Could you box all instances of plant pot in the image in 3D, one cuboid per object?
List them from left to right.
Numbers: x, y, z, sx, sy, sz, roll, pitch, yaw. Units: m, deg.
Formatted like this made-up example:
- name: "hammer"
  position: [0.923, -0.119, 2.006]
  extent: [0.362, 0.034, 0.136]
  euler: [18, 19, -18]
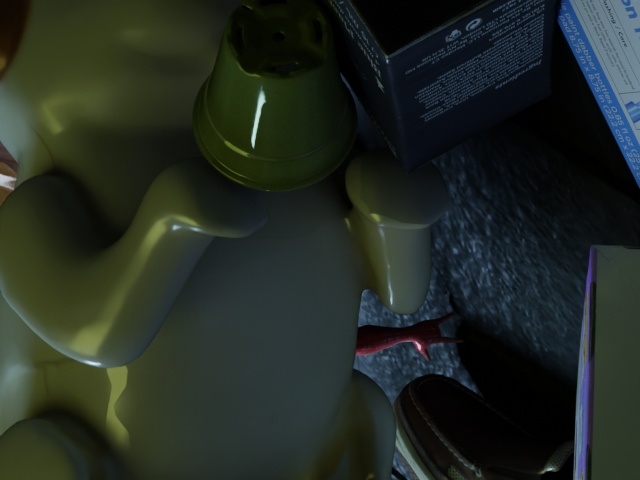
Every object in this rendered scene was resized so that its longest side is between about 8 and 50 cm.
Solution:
- name: "plant pot"
  position: [-0.021, -0.079, 0.859]
  extent: [0.083, 0.083, 0.079]
  euler: [45, 159, 19]

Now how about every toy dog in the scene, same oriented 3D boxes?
- name: "toy dog"
  position: [-0.081, -0.004, 1.071]
  extent: [0.395, 0.285, 0.407]
  euler: [-164, 69, -66]

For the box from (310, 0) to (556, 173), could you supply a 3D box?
- name: "box"
  position: [0.037, -0.139, 0.867]
  extent: [0.156, 0.093, 0.158]
  euler: [58, 177, 18]

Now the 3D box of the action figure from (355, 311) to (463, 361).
- name: "action figure"
  position: [0.000, 0.000, 1.228]
  extent: [0.091, 0.139, 0.280]
  euler: [166, 92, -68]

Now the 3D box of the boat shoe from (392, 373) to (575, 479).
- name: "boat shoe"
  position: [0.152, 0.162, 1.167]
  extent: [0.257, 0.095, 0.095]
  euler: [42, 130, 28]

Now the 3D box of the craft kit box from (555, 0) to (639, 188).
- name: "craft kit box"
  position: [0.191, -0.113, 0.749]
  extent: [0.250, 0.061, 0.247]
  euler: [61, 158, -16]

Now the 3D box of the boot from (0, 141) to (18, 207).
- name: "boot"
  position: [-0.260, -0.060, 1.373]
  extent: [0.264, 0.096, 0.280]
  euler: [-3, 150, 20]

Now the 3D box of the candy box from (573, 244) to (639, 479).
- name: "candy box"
  position: [0.166, 0.112, 0.905]
  extent: [0.070, 0.164, 0.196]
  euler: [2, 160, 7]
